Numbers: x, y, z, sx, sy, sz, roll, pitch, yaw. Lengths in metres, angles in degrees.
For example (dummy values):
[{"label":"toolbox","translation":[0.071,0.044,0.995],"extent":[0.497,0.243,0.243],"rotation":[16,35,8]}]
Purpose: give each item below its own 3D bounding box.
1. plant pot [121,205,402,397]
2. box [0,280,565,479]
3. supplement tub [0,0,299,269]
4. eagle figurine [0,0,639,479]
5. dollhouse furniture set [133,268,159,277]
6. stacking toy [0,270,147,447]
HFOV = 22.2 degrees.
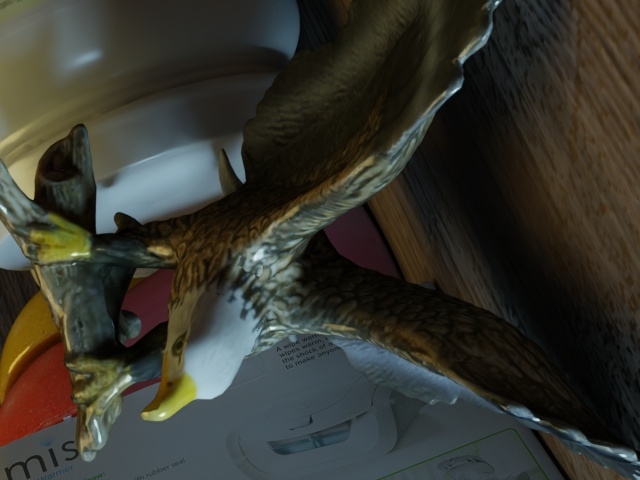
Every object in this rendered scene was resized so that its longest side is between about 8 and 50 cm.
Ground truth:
[{"label":"plant pot","translation":[-0.044,0.077,1.026],"extent":[0.201,0.180,0.201],"rotation":[159,90,-80]},{"label":"box","translation":[-0.010,0.171,0.819],"extent":[0.231,0.262,0.127],"rotation":[-123,16,-45]},{"label":"supplement tub","translation":[-0.153,-0.169,0.946],"extent":[0.235,0.235,0.325],"rotation":[117,131,-76]},{"label":"eagle figurine","translation":[-0.002,0.008,0.700],"extent":[0.226,0.298,0.225],"rotation":[41,-136,-45]},{"label":"dollhouse furniture set","translation":[-0.296,-0.094,1.255],"extent":[0.362,0.394,0.256],"rotation":[-135,39,-65]},{"label":"stacking toy","translation":[-0.169,0.132,1.385],"extent":[0.350,0.350,0.480],"rotation":[84,167,-54]}]
